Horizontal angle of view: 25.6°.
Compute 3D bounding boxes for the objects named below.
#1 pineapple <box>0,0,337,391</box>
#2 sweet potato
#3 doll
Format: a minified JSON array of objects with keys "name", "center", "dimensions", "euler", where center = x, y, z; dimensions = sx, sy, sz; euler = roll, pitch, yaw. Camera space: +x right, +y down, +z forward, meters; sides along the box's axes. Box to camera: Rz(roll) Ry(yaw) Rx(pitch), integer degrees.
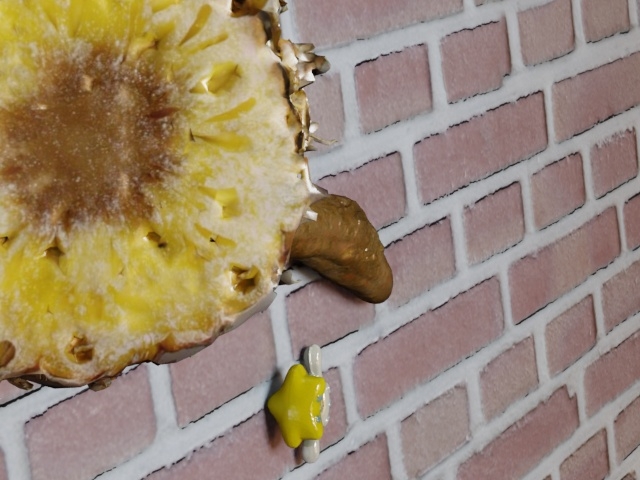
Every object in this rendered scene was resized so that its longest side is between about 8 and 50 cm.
[{"name":"pineapple","center":[-0.171,-0.082,0.909],"dimensions":[0.352,0.300,0.352],"euler":[-4,108,-14]},{"name":"sweet potato","center":[0.001,-0.004,1.663],"dimensions":[0.341,0.092,0.114],"euler":[21,100,-51]},{"name":"doll","center":[-0.018,0.204,1.679],"dimensions":[0.113,0.071,0.135],"euler":[-50,138,-63]}]
